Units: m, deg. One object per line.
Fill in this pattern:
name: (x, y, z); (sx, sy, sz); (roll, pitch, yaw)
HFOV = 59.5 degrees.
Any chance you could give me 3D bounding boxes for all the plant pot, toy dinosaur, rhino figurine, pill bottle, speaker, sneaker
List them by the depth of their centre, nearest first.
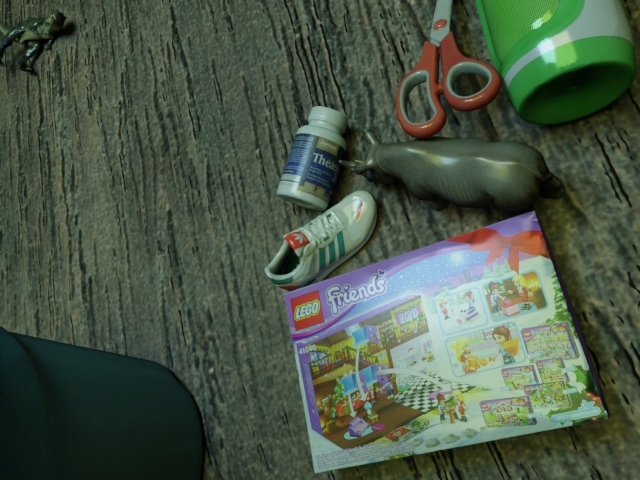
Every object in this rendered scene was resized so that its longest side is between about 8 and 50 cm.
speaker: (0.229, -0.278, 0.592); (0.131, 0.131, 0.296); (-16, 69, 24)
rhino figurine: (0.127, -0.074, 0.601); (0.243, 0.106, 0.073); (13, 82, 30)
plant pot: (-0.333, 0.253, 0.626); (0.341, 0.334, 0.341); (-8, 72, 26)
sneaker: (0.000, 0.000, 0.667); (0.161, 0.075, 0.057); (-45, 61, 11)
pill bottle: (-0.006, -0.103, 0.703); (0.067, 0.067, 0.120); (15, 84, 31)
toy dinosaur: (-0.591, -0.396, 1.107); (0.268, 0.064, 0.118); (12, 75, 32)

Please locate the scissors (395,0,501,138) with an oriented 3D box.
scissors: (0.127, -0.230, 0.640); (0.109, 0.021, 0.297); (-21, 48, 22)

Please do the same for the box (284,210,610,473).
box: (0.113, 0.113, 0.585); (0.293, 0.057, 0.200); (-20, 68, 23)
